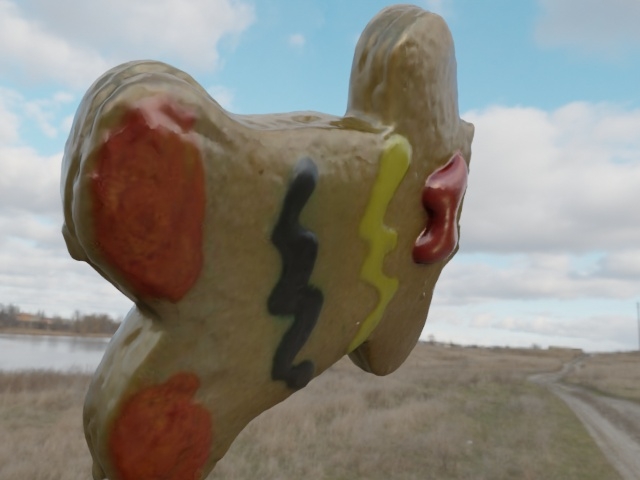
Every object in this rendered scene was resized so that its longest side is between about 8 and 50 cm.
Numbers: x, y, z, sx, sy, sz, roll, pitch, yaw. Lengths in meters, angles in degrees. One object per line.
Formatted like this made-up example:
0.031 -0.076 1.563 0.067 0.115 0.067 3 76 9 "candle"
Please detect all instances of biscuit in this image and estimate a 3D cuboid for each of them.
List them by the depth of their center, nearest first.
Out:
0.000 0.000 0.480 0.394 0.368 0.076 -17 31 -41 "biscuit"
